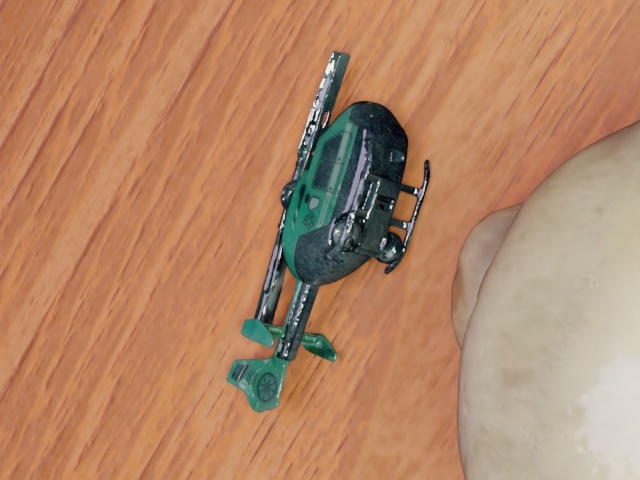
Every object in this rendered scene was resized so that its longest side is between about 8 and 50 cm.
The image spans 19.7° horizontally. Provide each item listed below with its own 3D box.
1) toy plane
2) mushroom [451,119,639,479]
[{"bbox_3d":[0.000,0.000,1.162,0.096,0.060,0.235,22,95,42],"label":"toy plane"},{"bbox_3d":[0.206,0.055,0.878,0.315,0.315,0.356,-40,50,26],"label":"mushroom"}]
